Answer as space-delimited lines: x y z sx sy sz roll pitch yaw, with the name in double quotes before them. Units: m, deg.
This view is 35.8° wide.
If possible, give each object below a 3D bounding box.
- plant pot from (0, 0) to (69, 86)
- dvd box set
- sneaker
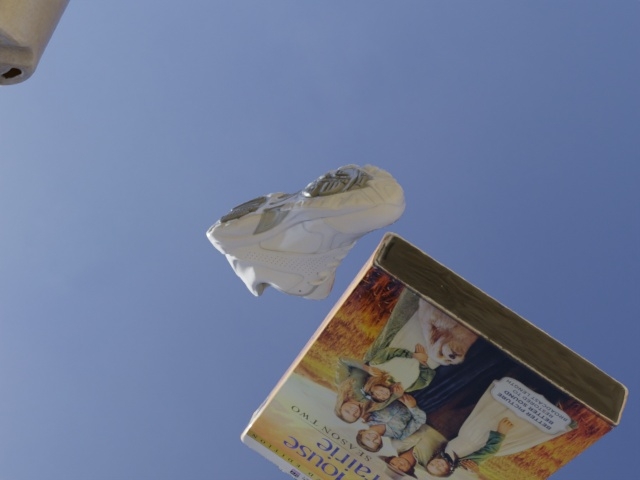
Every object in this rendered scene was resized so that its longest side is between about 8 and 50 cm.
"plant pot" -0.489 -0.413 1.457 0.333 0.334 0.306 8 -112 8
"dvd box set" 0.107 0.208 1.165 0.307 0.420 0.062 34 -134 0
"sneaker" 0.000 0.000 0.968 0.232 0.115 0.090 -13 -159 43
